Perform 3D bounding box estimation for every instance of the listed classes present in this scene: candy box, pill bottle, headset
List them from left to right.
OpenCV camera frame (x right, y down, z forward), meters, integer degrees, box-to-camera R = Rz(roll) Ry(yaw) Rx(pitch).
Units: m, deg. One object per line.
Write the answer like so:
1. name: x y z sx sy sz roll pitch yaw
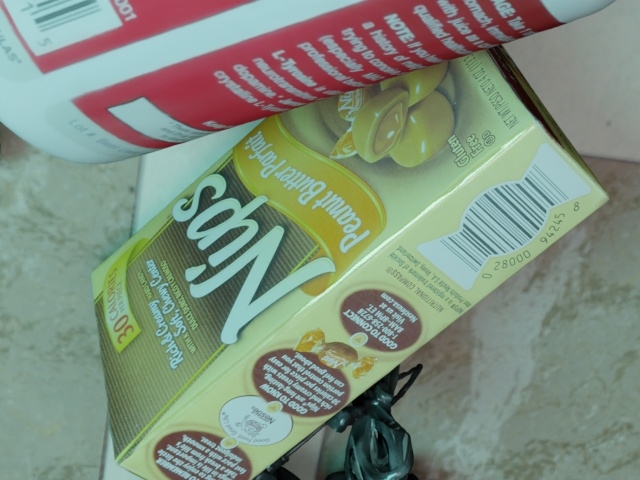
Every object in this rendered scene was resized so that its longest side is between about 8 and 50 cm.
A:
1. headset: -0.011 0.238 0.865 0.243 0.185 0.394 10 123 -12
2. candy box: 0.000 0.000 0.741 0.316 0.183 0.087 -39 127 15
3. pill bottle: 0.017 -0.193 0.582 0.408 0.229 0.229 -14 117 24
